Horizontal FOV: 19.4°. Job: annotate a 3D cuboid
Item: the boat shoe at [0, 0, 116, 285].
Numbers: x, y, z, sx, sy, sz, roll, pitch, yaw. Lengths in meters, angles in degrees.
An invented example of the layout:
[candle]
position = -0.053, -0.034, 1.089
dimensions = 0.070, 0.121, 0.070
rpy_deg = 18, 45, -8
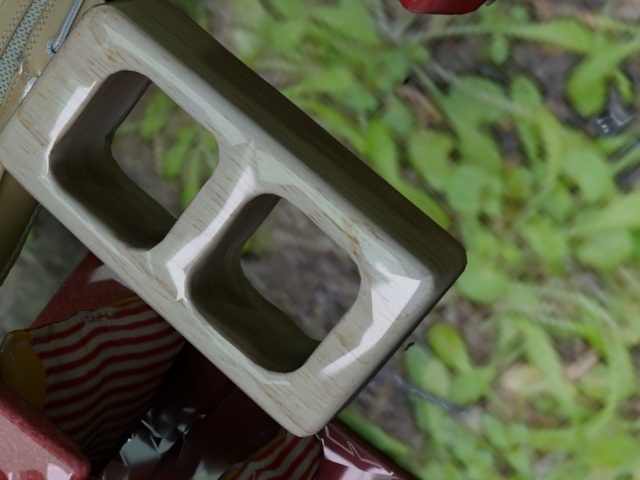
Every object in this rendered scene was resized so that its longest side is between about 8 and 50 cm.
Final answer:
[boat shoe]
position = -0.085, -0.066, 0.633
dimensions = 0.072, 0.068, 0.190
rpy_deg = 16, 88, 7

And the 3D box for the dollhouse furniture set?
[dollhouse furniture set]
position = 0.000, 0.000, 0.578
dimensions = 0.152, 0.201, 0.374
rpy_deg = 41, 106, 7
